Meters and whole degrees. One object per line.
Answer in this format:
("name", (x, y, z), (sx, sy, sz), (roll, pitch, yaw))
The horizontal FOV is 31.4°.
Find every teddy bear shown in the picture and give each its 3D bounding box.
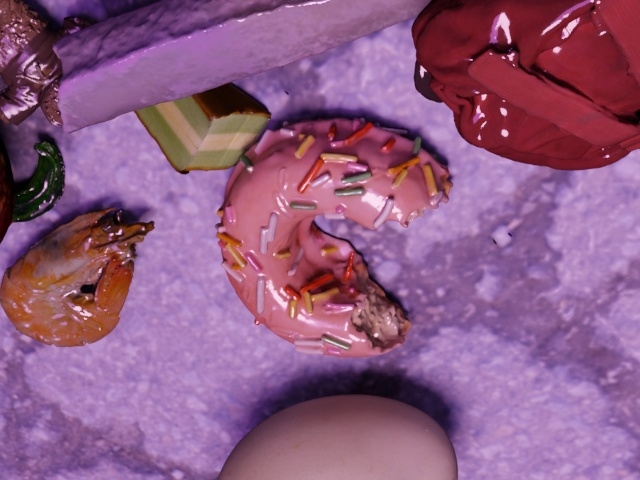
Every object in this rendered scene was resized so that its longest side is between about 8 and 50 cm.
("teddy bear", (-0.252, -0.161, 0.977), (0.119, 0.078, 0.160), (-41, 123, 11))

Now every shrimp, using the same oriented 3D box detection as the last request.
("shrimp", (-0.228, 0.036, 1.110), (0.217, 0.051, 0.115), (-35, 114, 31))

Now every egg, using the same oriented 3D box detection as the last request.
("egg", (0.014, 0.242, 1.087), (0.254, 0.188, 0.188), (-31, 109, 23))

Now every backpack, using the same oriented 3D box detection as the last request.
("backpack", (0.188, -0.136, 0.806), (0.229, 0.138, 0.229), (-11, 139, -10))

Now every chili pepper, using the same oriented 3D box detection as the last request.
("chili pepper", (-0.276, -0.045, 1.079), (0.055, 0.035, 0.118), (34, 130, -26))

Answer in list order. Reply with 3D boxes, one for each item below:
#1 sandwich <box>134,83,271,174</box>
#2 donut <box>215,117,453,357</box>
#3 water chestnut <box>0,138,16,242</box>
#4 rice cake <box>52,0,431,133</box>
("sandwich", (-0.113, -0.124, 0.997), (0.116, 0.074, 0.074), (53, 128, 19))
("donut", (0.000, 0.000, 0.998), (0.199, 0.085, 0.232), (16, 124, 7))
("water chestnut", (-0.383, -0.064, 0.986), (0.224, 0.223, 0.238), (9, 161, 10))
("rice cake", (-0.043, -0.177, 0.882), (0.399, 0.064, 0.070), (-16, 146, 18))
